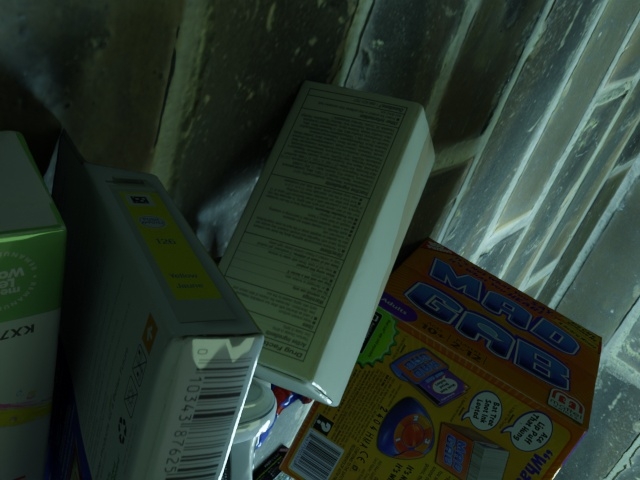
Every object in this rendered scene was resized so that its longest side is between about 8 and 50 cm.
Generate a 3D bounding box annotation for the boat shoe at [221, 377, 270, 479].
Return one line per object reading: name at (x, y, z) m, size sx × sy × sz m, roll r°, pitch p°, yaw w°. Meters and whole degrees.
boat shoe at (-0.128, 0.260, 1.081) m, size 0.108 × 0.102 × 0.301 m, roll -1°, pitch 103°, yaw -9°

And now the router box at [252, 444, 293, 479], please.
router box at (-0.098, 0.462, 1.493) m, size 0.122 × 0.038 × 0.092 m, roll -39°, pitch 151°, yaw -26°

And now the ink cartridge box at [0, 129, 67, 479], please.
ink cartridge box at (-0.304, 0.108, 0.542) m, size 0.207 × 0.119 × 0.353 m, roll -10°, pitch 134°, yaw -33°

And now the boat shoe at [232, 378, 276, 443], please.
boat shoe at (-0.165, 0.143, 0.776) m, size 0.258 × 0.095 × 0.084 m, roll 7°, pitch 119°, yaw -17°

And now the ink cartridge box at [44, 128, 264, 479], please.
ink cartridge box at (-0.158, 0.112, 0.583) m, size 0.072 × 0.307 × 0.303 m, roll 3°, pitch 117°, yaw -28°

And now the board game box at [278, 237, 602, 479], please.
board game box at (0.212, 0.271, 1.310) m, size 0.356 × 0.356 × 0.356 m, roll -64°, pitch 166°, yaw 24°

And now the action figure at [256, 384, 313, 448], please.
action figure at (-0.095, 0.268, 1.170) m, size 0.280 × 0.091 × 0.139 m, roll -47°, pitch 170°, yaw -12°

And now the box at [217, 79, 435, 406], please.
box at (0.000, 0.000, 0.824) m, size 0.311 × 0.148 × 0.121 m, roll -66°, pitch 157°, yaw -16°

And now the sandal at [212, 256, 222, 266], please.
sandal at (-0.136, 0.096, 0.926) m, size 0.090 × 0.060 × 0.219 m, roll 2°, pitch 129°, yaw -21°
